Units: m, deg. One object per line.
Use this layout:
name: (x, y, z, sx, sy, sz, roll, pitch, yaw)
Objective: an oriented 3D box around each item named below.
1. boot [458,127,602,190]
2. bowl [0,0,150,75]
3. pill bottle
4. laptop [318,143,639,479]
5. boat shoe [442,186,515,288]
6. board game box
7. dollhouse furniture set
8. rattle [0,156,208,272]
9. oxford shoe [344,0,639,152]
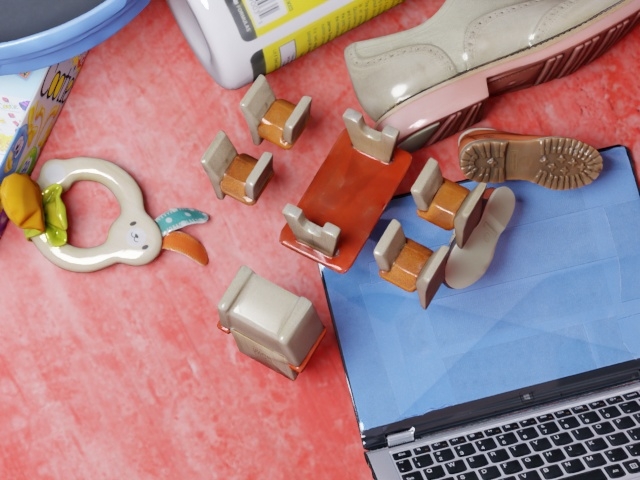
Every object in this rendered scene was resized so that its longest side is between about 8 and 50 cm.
boot: (0.227, -0.097, 1.286, 0.157, 0.085, 0.059, 5, 110, -4)
bowl: (-0.310, -0.331, 1.112, 0.391, 0.077, 0.391, -1, 69, 2)
pill bottle: (0.002, -0.312, 1.232, 0.334, 0.188, 0.188, -29, 88, -9)
laptop: (0.227, 0.121, 1.194, 0.381, 0.408, 0.236, -13, 119, -7)
boat shoe: (0.160, -0.003, 1.243, 0.049, 0.043, 0.137, 46, 61, -26)
board game box: (-0.355, -0.140, 1.195, 0.144, 0.142, 0.275, 24, 82, -1)
dollhouse furniture set: (0.000, 0.000, 1.189, 0.262, 0.135, 0.259, 27, 73, 15)
rattle: (-0.212, -0.028, 1.206, 0.199, 0.143, 0.130, 21, 64, 2)
oxford shoe: (0.214, -0.240, 1.277, 0.397, 0.140, 0.147, -27, 80, -11)
